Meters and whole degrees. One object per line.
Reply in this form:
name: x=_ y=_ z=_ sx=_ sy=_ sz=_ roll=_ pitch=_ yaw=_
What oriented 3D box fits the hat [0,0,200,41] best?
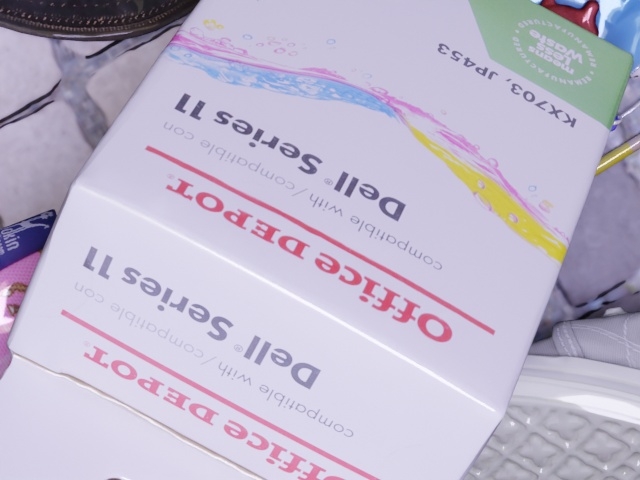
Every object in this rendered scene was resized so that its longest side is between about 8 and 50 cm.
hat: x=-0.132 y=-0.268 z=1.002 sx=0.331 sy=0.134 sz=0.331 roll=0 pitch=93 yaw=3

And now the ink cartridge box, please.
ink cartridge box: x=0.000 y=0.000 z=0.899 sx=0.207 sy=0.353 sz=0.119 roll=28 pitch=132 yaw=-1

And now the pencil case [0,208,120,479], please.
pencil case: x=-0.042 y=0.163 z=0.955 sx=0.386 sy=0.160 sz=0.167 roll=51 pitch=128 yaw=12

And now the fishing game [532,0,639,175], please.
fishing game: x=0.111 y=-0.158 z=1.033 sx=0.189 sy=0.041 sz=0.264 roll=-28 pitch=101 yaw=3

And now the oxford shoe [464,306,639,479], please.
oxford shoe: x=0.202 y=0.093 z=1.021 sx=0.449 sy=0.130 sz=0.169 roll=-5 pitch=132 yaw=13
